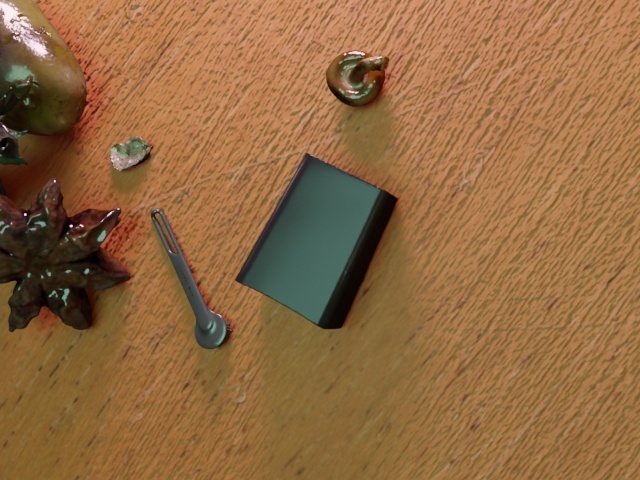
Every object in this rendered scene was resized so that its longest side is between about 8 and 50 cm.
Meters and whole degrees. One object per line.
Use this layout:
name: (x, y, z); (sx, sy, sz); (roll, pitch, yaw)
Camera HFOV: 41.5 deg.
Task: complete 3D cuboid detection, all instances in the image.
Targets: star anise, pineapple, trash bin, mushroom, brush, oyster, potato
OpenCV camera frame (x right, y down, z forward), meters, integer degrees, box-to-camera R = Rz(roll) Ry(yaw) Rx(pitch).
star anise: (-0.477, 0.031, 1.408); (0.315, 0.315, 0.108); (-49, 35, 11)
pineapple: (-0.592, -0.118, 1.412); (0.364, 0.166, 0.165); (-38, 74, 48)
trash bin: (0.000, 0.000, 1.303); (0.165, 0.115, 0.225); (28, 95, 17)
mushroom: (0.069, -0.254, 1.306); (0.130, 0.073, 0.088); (-4, 69, 52)
brush: (-0.225, 0.061, 1.427); (0.062, 0.027, 0.266); (-31, 74, 15)
oyster: (-0.328, -0.152, 1.472); (0.083, 0.019, 0.054); (-18, 80, 19)
potato: (-0.532, -0.304, 1.469); (0.307, 0.173, 0.210); (44, 99, 18)
